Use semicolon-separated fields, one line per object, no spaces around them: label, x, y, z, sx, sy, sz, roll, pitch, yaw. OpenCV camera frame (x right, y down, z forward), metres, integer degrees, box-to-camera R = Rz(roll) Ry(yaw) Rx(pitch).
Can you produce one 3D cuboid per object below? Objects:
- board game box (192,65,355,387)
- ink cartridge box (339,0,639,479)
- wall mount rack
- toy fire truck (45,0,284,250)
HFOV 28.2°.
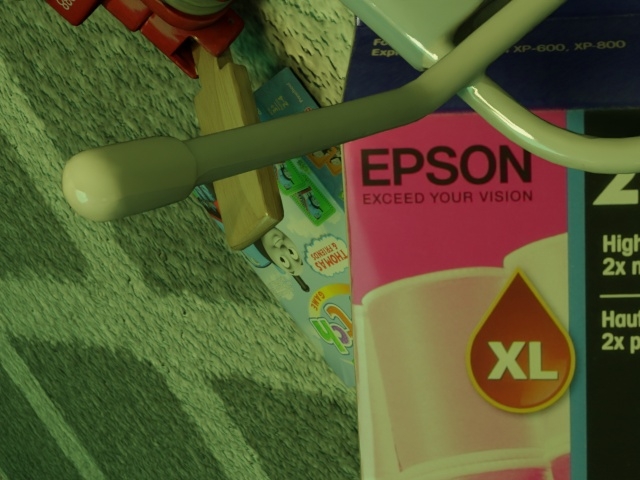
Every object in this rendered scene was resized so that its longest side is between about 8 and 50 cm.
board game box;0.000;0.000;0.874;0.211;0.039;0.160;51;152;-5
ink cartridge box;0.103;0.038;0.519;0.175;0.069;0.371;-1;103;10
wall mount rack;-0.017;-0.145;0.421;0.350;0.304;0.130;44;162;18
toy fire truck;-0.072;-0.140;0.710;0.246;0.158;0.217;42;153;-12
